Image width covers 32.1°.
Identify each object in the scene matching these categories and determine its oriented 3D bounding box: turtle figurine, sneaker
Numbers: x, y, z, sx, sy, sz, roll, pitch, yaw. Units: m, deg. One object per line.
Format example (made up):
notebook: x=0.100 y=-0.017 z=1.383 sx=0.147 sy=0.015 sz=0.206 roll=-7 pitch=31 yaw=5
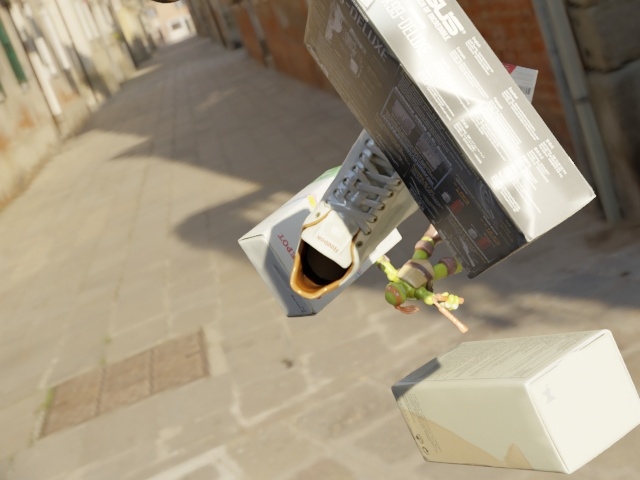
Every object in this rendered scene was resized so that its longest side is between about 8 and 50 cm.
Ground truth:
turtle figurine: x=0.183 y=0.065 z=1.942 sx=0.269 sy=0.087 sz=0.217 roll=29 pitch=46 yaw=28
sneaker: x=0.053 y=-0.038 z=1.292 sx=0.290 sy=0.106 sz=0.123 roll=-61 pitch=-8 yaw=33

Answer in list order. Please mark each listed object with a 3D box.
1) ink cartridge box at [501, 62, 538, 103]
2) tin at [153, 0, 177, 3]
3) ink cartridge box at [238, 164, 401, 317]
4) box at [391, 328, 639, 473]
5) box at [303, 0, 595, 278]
ink cartridge box: x=0.351 y=-0.271 z=2.140 sx=0.099 sy=0.135 sz=0.056 roll=9 pitch=8 yaw=-17
tin: x=-0.245 y=-0.400 z=1.590 sx=0.189 sy=0.040 sz=0.106 roll=23 pitch=80 yaw=29
ink cartridge box: x=0.000 y=0.000 z=1.756 sx=0.212 sy=0.154 sz=0.093 roll=-41 pitch=15 yaw=-31
box: x=0.240 y=0.202 z=1.405 sx=0.148 sy=0.121 sz=0.311 roll=-27 pitch=5 yaw=-26
box: x=0.102 y=-0.122 z=1.027 sx=0.076 sy=0.307 sz=0.242 roll=-34 pitch=-6 yaw=-9
